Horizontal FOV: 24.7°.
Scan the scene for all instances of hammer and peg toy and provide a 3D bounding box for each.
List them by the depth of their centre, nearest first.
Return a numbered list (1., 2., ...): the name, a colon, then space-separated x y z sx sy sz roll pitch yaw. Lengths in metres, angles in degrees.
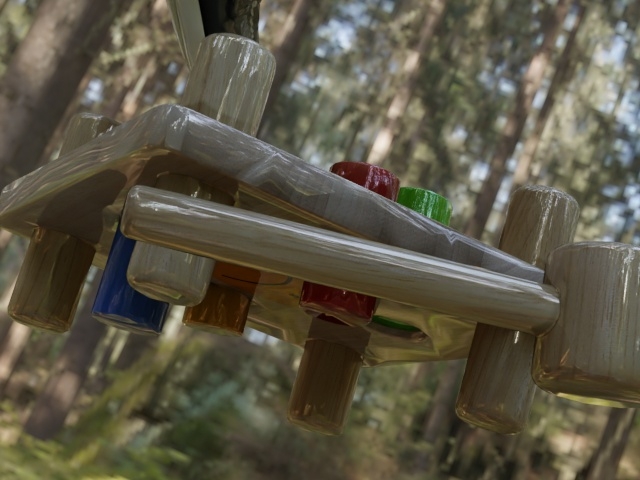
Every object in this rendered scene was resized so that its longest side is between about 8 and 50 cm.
1. hammer and peg toy: 0.000 0.000 0.717 0.266 0.127 0.361 23 -17 -23

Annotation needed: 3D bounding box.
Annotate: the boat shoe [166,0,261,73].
1. boat shoe: -0.041 -0.195 0.771 0.113 0.127 0.340 -15 -31 -5
